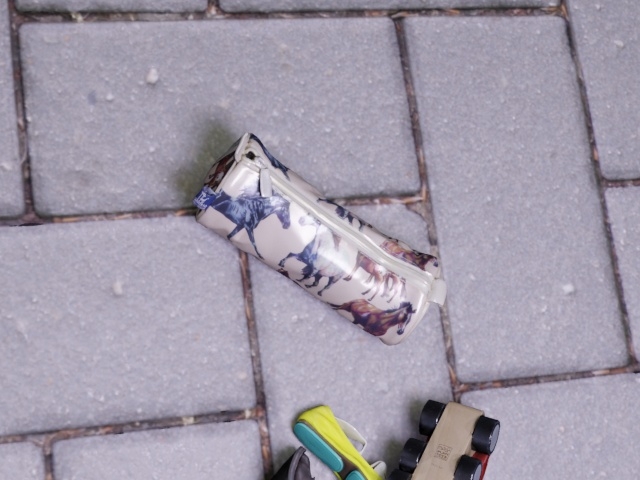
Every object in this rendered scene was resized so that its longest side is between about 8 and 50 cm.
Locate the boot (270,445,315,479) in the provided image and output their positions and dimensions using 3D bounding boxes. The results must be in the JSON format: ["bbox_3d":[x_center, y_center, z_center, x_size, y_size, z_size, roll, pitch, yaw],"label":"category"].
[{"bbox_3d":[0.020,0.441,1.790,0.229,0.091,0.263,34,24,-11],"label":"boot"}]

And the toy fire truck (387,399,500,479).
[{"bbox_3d":[0.212,0.406,1.887,0.158,0.246,0.217,15,48,21],"label":"toy fire truck"}]

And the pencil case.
[{"bbox_3d":[0.000,0.000,1.904,0.410,0.183,0.160,33,69,-6],"label":"pencil case"}]

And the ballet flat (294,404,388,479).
[{"bbox_3d":[0.055,0.348,1.874,0.077,0.077,0.231,-30,71,-36],"label":"ballet flat"}]
